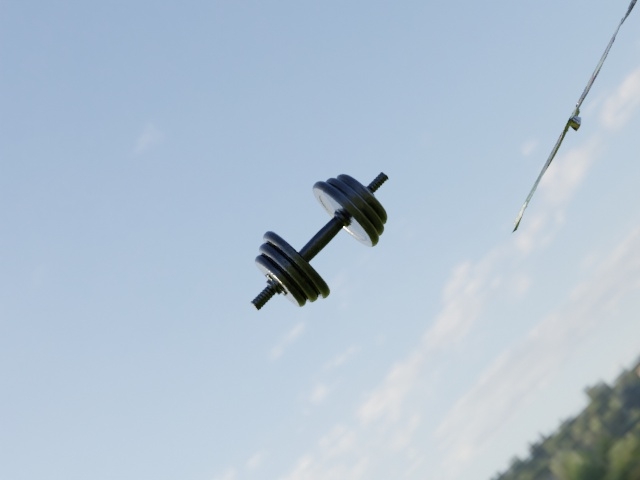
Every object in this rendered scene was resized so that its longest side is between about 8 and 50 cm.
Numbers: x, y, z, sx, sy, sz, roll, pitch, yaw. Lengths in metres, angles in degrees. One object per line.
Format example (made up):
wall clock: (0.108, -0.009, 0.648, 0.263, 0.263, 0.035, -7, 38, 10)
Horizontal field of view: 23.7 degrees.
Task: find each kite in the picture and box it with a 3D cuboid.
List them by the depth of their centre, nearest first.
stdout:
kite: (0.214, -0.106, 1.281, 0.229, 0.012, 0.250, -62, -5, 8)

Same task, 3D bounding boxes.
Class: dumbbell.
dumbbell: (0.000, 0.000, 1.688, 0.208, 0.099, 0.099, -45, -13, -9)
